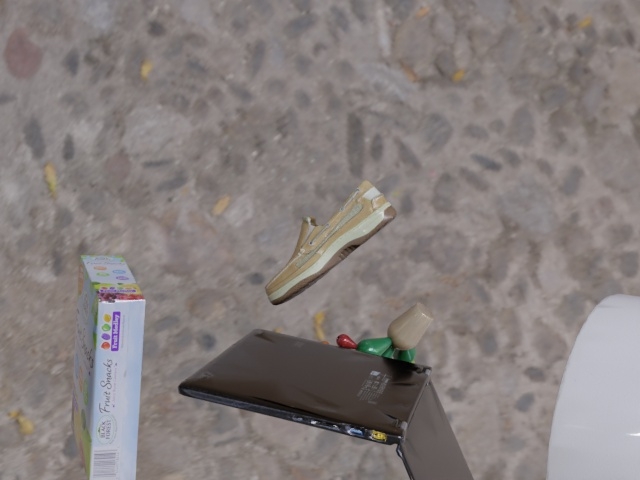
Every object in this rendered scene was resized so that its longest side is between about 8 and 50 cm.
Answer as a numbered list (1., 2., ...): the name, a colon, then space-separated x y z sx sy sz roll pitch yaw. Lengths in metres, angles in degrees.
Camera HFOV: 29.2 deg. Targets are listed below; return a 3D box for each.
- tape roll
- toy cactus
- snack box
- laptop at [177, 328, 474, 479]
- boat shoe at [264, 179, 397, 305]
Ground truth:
1. tape roll: 0.321 0.198 1.212 0.286 0.100 0.286 -19 113 -56
2. toy cactus: 0.096 0.160 1.835 0.219 0.180 0.112 20 30 -46
3. snack box: -0.156 0.092 0.893 0.037 0.100 0.141 0 107 -20
4. laptop: 0.047 0.293 1.545 0.408 0.382 0.236 12 97 9
5. boat shoe: 0.000 0.000 1.490 0.190 0.068 0.072 -39 87 4
